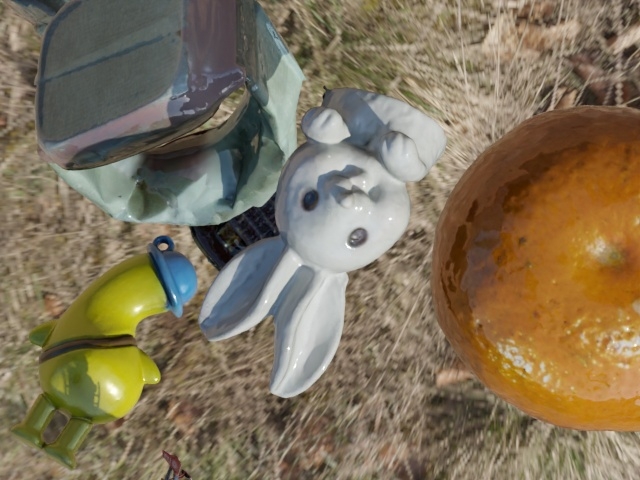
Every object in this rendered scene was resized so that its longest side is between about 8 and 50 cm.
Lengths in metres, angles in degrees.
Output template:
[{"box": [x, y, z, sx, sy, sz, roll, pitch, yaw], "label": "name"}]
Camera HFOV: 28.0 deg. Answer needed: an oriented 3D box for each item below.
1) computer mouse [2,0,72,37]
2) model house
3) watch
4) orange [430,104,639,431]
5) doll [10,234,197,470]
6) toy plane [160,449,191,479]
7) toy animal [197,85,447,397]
[{"box": [-0.334, -0.327, 1.630, 0.203, 0.374, 0.114, 34, 113, -25], "label": "computer mouse"}, {"box": [-0.093, -0.049, 1.605, 0.165, 0.106, 0.152, 48, 140, 3], "label": "model house"}, {"box": [-0.123, -0.103, 1.139, 0.253, 0.241, 0.162, -16, 58, 29], "label": "watch"}, {"box": [0.350, 0.039, 1.624, 0.423, 0.326, 0.424, 0, 80, 2], "label": "orange"}, {"box": [-0.311, 0.142, 1.847, 0.199, 0.145, 0.363, 28, 70, 4], "label": "doll"}, {"box": [-0.190, 0.335, 1.635, 0.060, 0.037, 0.145, 30, 122, 37], "label": "toy plane"}, {"box": [-0.001, -0.003, 0.918, 0.103, 0.131, 0.221, 29, 77, -2], "label": "toy animal"}]
